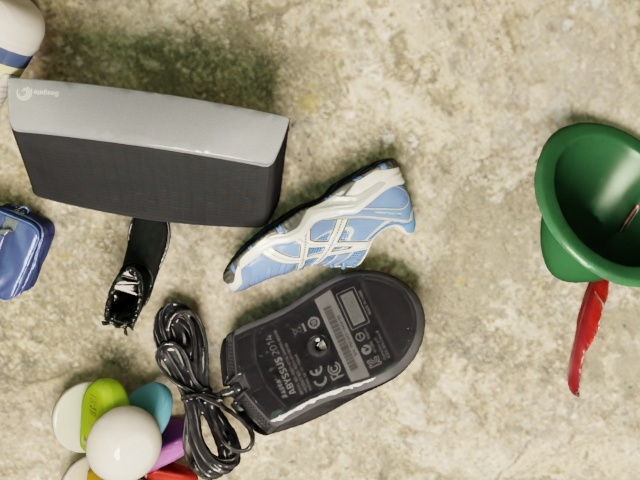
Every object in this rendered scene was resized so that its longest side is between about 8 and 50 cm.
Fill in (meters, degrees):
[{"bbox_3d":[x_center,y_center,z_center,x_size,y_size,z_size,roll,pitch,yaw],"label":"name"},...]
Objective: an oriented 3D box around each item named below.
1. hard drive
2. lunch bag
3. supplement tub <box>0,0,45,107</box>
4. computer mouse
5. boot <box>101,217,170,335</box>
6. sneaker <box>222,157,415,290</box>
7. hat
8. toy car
[{"bbox_3d":[-0.162,-0.076,0.933,0.255,0.172,0.054,8,63,-3],"label":"hard drive"},{"bbox_3d":[-0.319,0.009,1.001,0.067,0.065,0.098,22,99,-2],"label":"lunch bag"},{"bbox_3d":[-0.432,-0.132,0.895,0.235,0.235,0.325,35,98,-4],"label":"supplement tub"},{"bbox_3d":[-0.023,0.116,1.002,0.272,0.072,0.188,-20,72,3],"label":"computer mouse"},{"bbox_3d":[-0.186,0.028,0.984,0.045,0.099,0.121,14,99,-2],"label":"boot"},{"bbox_3d":[0.000,0.000,0.982,0.211,0.080,0.081,-29,99,2],"label":"sneaker"},{"bbox_3d":[0.253,0.011,1.010,0.173,0.183,0.208,23,57,-9],"label":"hat"},{"bbox_3d":[-0.190,0.225,1.007,0.136,0.159,0.182,-9,100,-32],"label":"toy car"}]
